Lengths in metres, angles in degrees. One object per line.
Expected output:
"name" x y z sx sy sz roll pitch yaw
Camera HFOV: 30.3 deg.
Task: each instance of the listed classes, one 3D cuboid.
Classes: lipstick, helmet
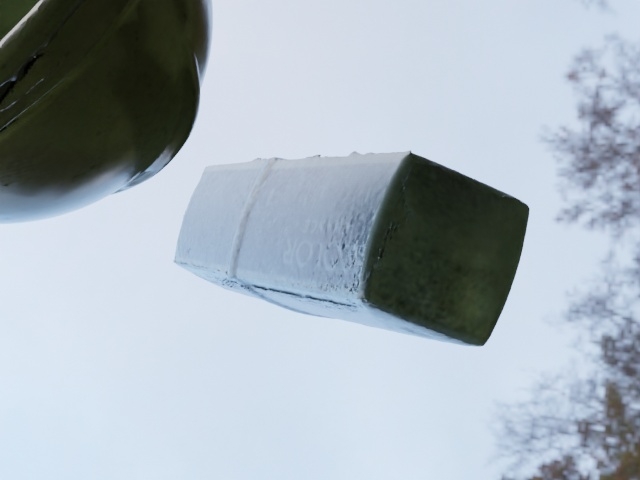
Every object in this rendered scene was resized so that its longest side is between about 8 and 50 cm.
"lipstick" 0.000 0.000 0.612 0.076 0.289 0.077 23 -96 -20
"helmet" -0.141 -0.076 0.560 0.137 0.257 0.204 46 -144 -40
